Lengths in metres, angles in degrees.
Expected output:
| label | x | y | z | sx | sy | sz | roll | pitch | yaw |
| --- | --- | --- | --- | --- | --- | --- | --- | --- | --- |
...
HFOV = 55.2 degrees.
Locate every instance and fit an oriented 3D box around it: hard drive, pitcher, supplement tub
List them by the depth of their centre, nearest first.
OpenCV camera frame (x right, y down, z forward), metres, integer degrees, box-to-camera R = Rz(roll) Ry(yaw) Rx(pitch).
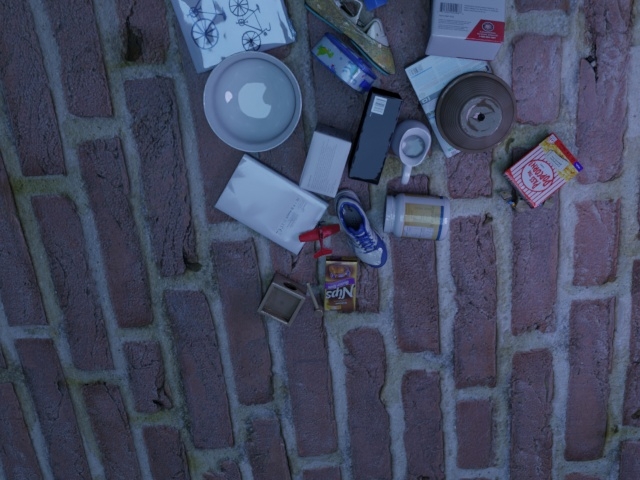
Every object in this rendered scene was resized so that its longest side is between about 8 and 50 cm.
| label | x | y | z | sx | sy | sz | roll | pitch | yaw |
| --- | --- | --- | --- | --- | --- | --- | --- | --- | --- |
| pitcher | 0.268 | -0.272 | 1.855 | 0.125 | 0.207 | 0.178 | 15 | 110 | -2 |
| supplement tub | 0.304 | -0.077 | 1.956 | 0.199 | 0.144 | 0.145 | 5 | 110 | 2 |
| hard drive | -0.161 | -0.119 | 2.025 | 0.318 | 0.040 | 0.210 | 31 | 109 | -8 |

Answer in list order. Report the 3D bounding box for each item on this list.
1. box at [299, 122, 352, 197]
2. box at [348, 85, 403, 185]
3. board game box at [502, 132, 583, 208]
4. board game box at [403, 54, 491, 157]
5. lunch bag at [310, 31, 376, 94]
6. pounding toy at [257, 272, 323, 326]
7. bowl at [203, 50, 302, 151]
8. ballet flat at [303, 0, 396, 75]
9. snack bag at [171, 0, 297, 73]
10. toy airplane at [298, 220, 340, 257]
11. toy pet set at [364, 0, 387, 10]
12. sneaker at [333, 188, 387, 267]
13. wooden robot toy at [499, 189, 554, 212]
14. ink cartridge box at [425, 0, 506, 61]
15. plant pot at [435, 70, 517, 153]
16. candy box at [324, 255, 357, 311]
| label | x | y | z | sx | sy | sz | roll | pitch | yaw |
| --- | --- | --- | --- | --- | --- | --- | --- | --- | --- |
| box | 0.017 | -0.251 | 1.892 | 0.119 | 0.181 | 0.182 | 16 | 110 | -3 |
| box | 0.163 | -0.321 | 1.858 | 0.103 | 0.184 | 0.261 | 14 | 110 | -5 |
| board game box | 0.687 | -0.215 | 1.897 | 0.193 | 0.045 | 0.147 | -40 | 87 | 3 |
| board game box | 0.416 | -0.437 | 1.848 | 0.224 | 0.097 | 0.303 | -25 | 105 | 12 |
| lunch bag | 0.075 | -0.508 | 1.771 | 0.176 | 0.219 | 0.090 | 45 | 105 | 7 |
| pounding toy | -0.083 | 0.197 | 2.103 | 0.206 | 0.094 | 0.181 | 26 | 110 | -6 |
| bowl | -0.199 | -0.429 | 1.868 | 0.297 | 0.134 | 0.298 | 1 | 110 | 3 |
| ballet flat | 0.109 | -0.629 | 1.783 | 0.348 | 0.123 | 0.123 | 39 | 107 | -7 |
| snack bag | -0.271 | -0.706 | 1.827 | 0.342 | 0.037 | 0.323 | -15 | 108 | 9 |
| toy airplane | 0.000 | 0.000 | 2.042 | 0.151 | 0.028 | 0.151 | -13 | 126 | -18 |
| toy pet set | 0.137 | -0.730 | 1.777 | 0.122 | 0.065 | 0.114 | -20 | 107 | 11 |
| sneaker | 0.125 | -0.021 | 1.995 | 0.111 | 0.131 | 0.297 | -29 | 107 | 11 |
| wooden robot toy | 0.656 | -0.124 | 1.973 | 0.173 | 0.076 | 0.079 | 4 | 145 | 2 |
| ink cartridge box | 0.405 | -0.656 | 1.700 | 0.196 | 0.114 | 0.273 | 7 | 79 | 1 |
| plant pot | 0.454 | -0.362 | 1.764 | 0.237 | 0.110 | 0.238 | 1 | 110 | 3 |
| candy box | 0.069 | 0.149 | 2.100 | 0.109 | 0.053 | 0.187 | 2 | 111 | 2 |
